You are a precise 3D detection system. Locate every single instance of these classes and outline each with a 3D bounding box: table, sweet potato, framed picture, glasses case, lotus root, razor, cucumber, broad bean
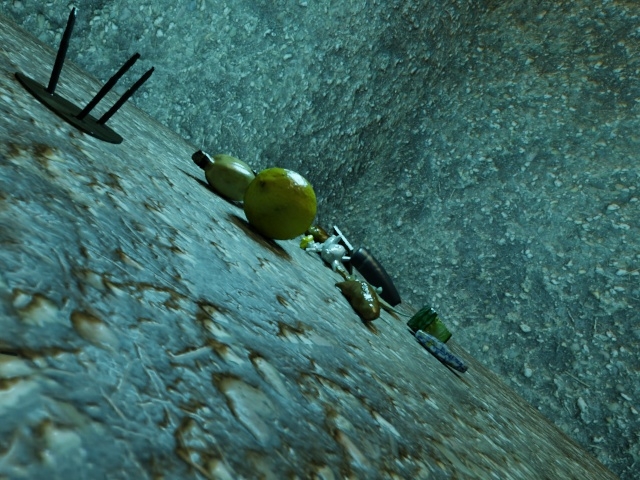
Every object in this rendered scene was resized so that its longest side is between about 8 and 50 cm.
[{"bbox_3d":[-0.624,-0.455,1.244,0.317,0.249,0.317,37,4,-3],"label":"table"},{"bbox_3d":[0.151,0.199,1.529,0.106,0.095,0.354,-7,13,-14],"label":"sweet potato"},{"bbox_3d":[0.124,0.059,2.410,0.192,0.018,0.265,55,-17,31],"label":"framed picture"},{"bbox_3d":[0.504,0.461,1.811,0.248,0.065,0.087,37,-4,38],"label":"glasses case"},{"bbox_3d":[-0.399,-0.276,1.813,0.310,0.182,0.183,29,8,-46],"label":"lotus root"},{"bbox_3d":[0.282,0.186,2.175,0.349,0.113,0.204,54,8,2],"label":"razor"},{"bbox_3d":[0.501,0.402,2.003,0.191,0.130,0.191,48,-2,2],"label":"cucumber"},{"bbox_3d":[-0.001,0.003,2.386,0.228,0.122,0.156,38,2,-14],"label":"broad bean"}]

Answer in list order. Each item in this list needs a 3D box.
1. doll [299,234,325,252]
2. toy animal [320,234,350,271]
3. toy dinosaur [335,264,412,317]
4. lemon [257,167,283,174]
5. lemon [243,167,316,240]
[{"bbox_3d":[-0.044,0.031,2.068,0.113,0.071,0.135,19,25,8],"label":"doll"},{"bbox_3d":[0.078,0.063,2.186,0.140,0.138,0.282,60,-4,-8],"label":"toy animal"},{"bbox_3d":[0.218,0.233,1.810,0.205,0.092,0.393,33,7,-46],"label":"toy dinosaur"},{"bbox_3d":[-0.218,-0.213,2.030,0.258,0.258,0.310,35,3,-26],"label":"lemon"},{"bbox_3d":[-0.147,-0.132,1.610,0.293,0.293,0.293,37,4,-3],"label":"lemon"}]
